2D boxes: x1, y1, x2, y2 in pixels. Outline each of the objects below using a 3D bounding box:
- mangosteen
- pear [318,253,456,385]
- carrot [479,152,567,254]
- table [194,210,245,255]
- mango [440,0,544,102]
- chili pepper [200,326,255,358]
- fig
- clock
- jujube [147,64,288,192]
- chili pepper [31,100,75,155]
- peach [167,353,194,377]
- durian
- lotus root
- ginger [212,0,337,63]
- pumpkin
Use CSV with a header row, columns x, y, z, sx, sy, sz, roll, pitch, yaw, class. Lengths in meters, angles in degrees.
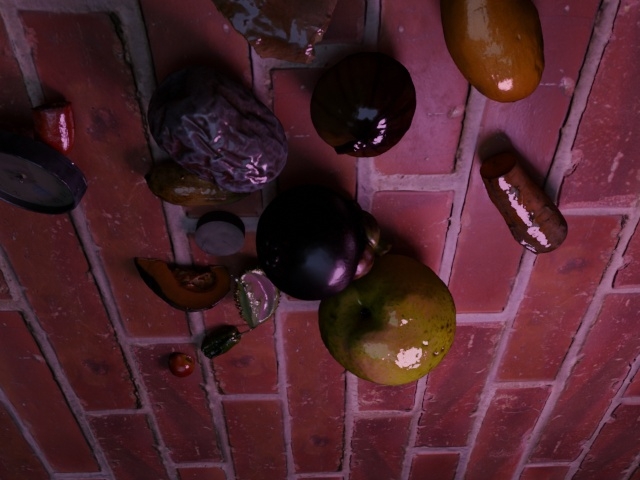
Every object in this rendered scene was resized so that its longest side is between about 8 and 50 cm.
x,y,z,sx,sy,sz,roll,pitch,yaw,class
-0.010,-0.009,1.650,0.297,0.313,0.296,34,151,22,mangosteen
0.170,0.213,1.791,0.392,0.390,0.390,-1,135,-1,pear
0.517,-0.092,1.678,0.139,0.138,0.301,-27,120,23,carrot
-0.270,-0.018,1.775,0.134,0.043,0.133,-1,135,-1,table
0.341,-0.427,1.325,0.187,0.144,0.359,-33,123,12,mango
-0.302,0.315,2.094,0.204,0.073,0.072,-32,114,25,chili pepper
0.098,-0.284,1.421,0.235,0.214,0.234,-10,120,-19,fig
-0.695,-0.152,1.551,0.281,0.055,0.280,10,151,5,clock
-0.218,-0.235,1.450,0.226,0.225,0.317,-31,134,26,jujube
-0.609,-0.236,1.515,0.086,0.084,0.192,16,130,5,chili pepper
-0.466,0.424,2.197,0.098,0.061,0.098,-6,137,-6,peach
-0.192,0.142,1.908,0.137,0.095,0.220,-31,138,-23,durian
-0.301,-0.137,1.620,0.259,0.097,0.110,1,132,-9,lotus root
-0.087,-0.465,1.281,0.221,0.130,0.275,-30,129,11,ginger
-0.396,0.153,1.857,0.279,0.163,0.111,7,133,-8,pumpkin
